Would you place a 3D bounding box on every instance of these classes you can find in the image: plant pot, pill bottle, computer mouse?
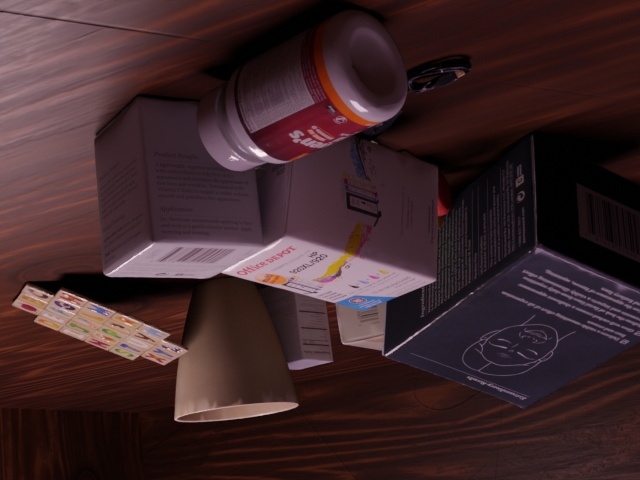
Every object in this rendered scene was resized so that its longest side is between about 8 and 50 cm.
[{"bbox_3d":[-0.186,0.224,2.277,0.256,0.274,0.256,-6,166,-2],"label":"plant pot"},{"bbox_3d":[-0.025,-0.154,1.177,0.221,0.121,0.121,-20,161,41],"label":"pill bottle"},{"bbox_3d":[0.096,-0.165,1.357,0.071,0.041,0.242,4,161,-36],"label":"computer mouse"}]

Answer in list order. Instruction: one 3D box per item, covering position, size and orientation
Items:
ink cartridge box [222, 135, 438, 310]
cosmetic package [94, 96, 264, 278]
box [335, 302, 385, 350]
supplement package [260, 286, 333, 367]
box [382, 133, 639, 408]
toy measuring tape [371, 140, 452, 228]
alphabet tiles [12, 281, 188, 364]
[{"bbox_3d":[0.011,-0.029,1.419,0.232,0.168,0.171,17,155,-29],"label":"ink cartridge box"},{"bbox_3d":[-0.177,-0.060,1.340,0.151,0.184,0.151,3,162,-33],"label":"cosmetic package"},{"bbox_3d":[0.150,0.141,2.193,0.121,0.148,0.311,-14,166,24],"label":"box"},{"bbox_3d":[-0.053,0.185,2.384,0.105,0.179,0.105,-18,163,38],"label":"supplement package"},{"bbox_3d":[0.326,0.063,1.711,0.293,0.212,0.395,22,141,-22],"label":"box"},{"bbox_3d":[0.108,-0.069,1.595,0.121,0.121,0.330,-14,164,26],"label":"toy measuring tape"},{"bbox_3d":[-0.445,0.173,2.198,0.342,0.011,0.285,25,156,-17],"label":"alphabet tiles"}]
